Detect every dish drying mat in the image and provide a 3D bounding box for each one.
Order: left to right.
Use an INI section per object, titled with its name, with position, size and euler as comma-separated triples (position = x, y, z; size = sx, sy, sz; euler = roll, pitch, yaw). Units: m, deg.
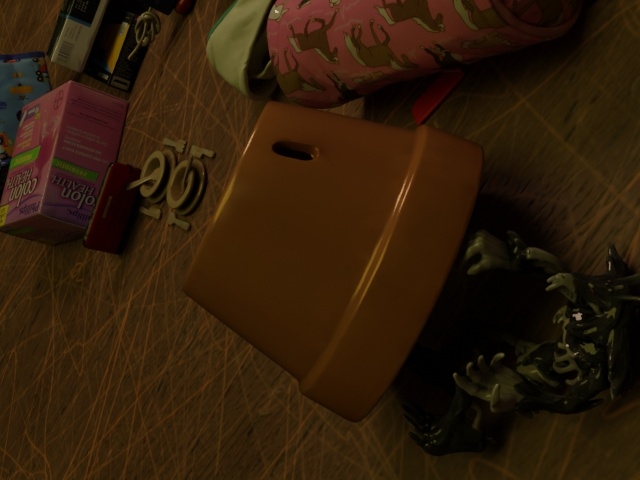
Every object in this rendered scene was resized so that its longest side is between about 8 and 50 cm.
[dish drying mat]
position = 0.129, -0.164, 1.248
size = 0.083, 0.008, 0.032
euler = -47, 41, 33

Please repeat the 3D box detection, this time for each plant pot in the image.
[plant pot]
position = 0.000, 0.000, 1.074
size = 0.291, 0.203, 0.291
euler = -156, 90, -85

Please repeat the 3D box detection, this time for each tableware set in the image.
[tableware set]
position = -0.233, -0.094, 1.715
size = 0.194, 0.039, 0.128
euler = 20, 91, 57

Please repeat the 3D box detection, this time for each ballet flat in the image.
[ballet flat]
position = -0.011, -0.336, 1.453
size = 0.400, 0.139, 0.139
euler = -51, 38, 36

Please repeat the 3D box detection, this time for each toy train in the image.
[toy train]
position = -0.269, -0.434, 1.888
size = 0.248, 0.105, 0.143
euler = -54, 27, 26

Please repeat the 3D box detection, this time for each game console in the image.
[game console]
position = -0.345, -0.058, 1.828
size = 0.085, 0.124, 0.144
euler = 20, 92, 31

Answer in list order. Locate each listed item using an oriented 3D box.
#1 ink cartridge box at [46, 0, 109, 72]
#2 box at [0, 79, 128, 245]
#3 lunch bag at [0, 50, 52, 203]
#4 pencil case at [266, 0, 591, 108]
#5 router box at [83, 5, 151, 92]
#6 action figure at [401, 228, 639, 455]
[ink cartridge box]
position = -0.450, -0.402, 2.090
size = 0.332, 0.065, 0.165
euler = -144, 75, -72
[box]
position = -0.458, -0.130, 1.993
size = 0.213, 0.117, 0.243
euler = -10, 67, 54
[lunch bag]
position = -0.623, -0.211, 2.234
size = 0.293, 0.138, 0.221
euler = -29, 73, 57
[pencil case]
position = 0.097, -0.248, 1.200
size = 0.386, 0.167, 0.160
euler = -10, 91, 53
[router box]
position = -0.368, -0.346, 2.031
size = 0.179, 0.046, 0.133
euler = 29, 99, 57
[action figure]
position = 0.168, 0.084, 0.954
size = 0.275, 0.141, 0.164
euler = -40, 33, 41
